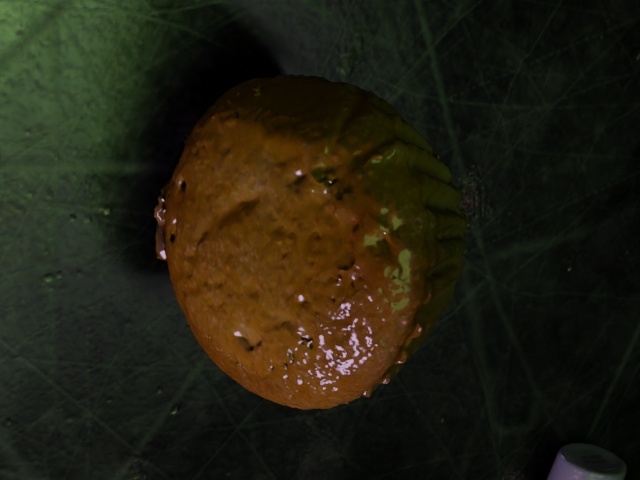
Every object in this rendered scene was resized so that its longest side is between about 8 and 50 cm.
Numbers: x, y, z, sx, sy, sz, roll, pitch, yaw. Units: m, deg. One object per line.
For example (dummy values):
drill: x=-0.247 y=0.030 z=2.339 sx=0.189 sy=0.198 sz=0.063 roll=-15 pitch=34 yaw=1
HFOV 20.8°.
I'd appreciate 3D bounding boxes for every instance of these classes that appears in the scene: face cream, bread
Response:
face cream: x=0.213 y=0.280 z=1.563 sx=0.084 sy=0.057 sz=0.198 roll=4 pitch=113 yaw=-36
bread: x=-0.001 y=0.001 z=1.193 sx=0.139 sy=0.240 sz=0.240 roll=-2 pitch=115 yaw=-43
